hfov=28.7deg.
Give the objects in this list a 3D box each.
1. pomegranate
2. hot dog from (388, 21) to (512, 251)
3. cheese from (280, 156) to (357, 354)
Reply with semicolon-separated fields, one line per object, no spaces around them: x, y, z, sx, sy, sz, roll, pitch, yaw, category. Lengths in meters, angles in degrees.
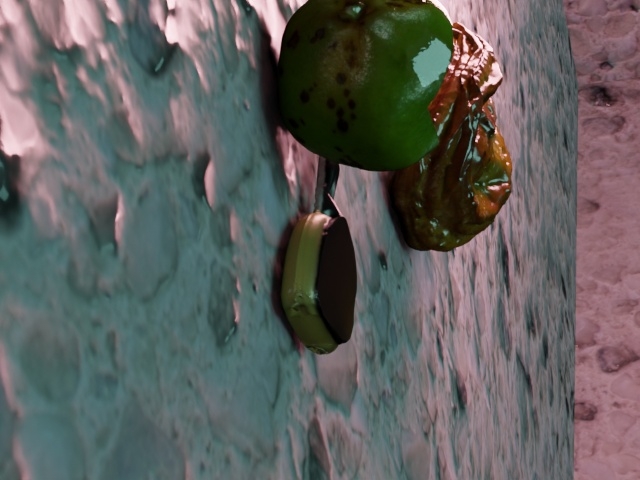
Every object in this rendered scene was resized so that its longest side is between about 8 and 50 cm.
0.026;-0.111;0.940;0.122;0.143;0.169;-26;151;-30;pomegranate
0.142;-0.116;1.299;0.175;0.114;0.259;68;25;-44;hot dog
0.001;0.000;0.951;0.086;0.036;0.162;58;31;-49;cheese
